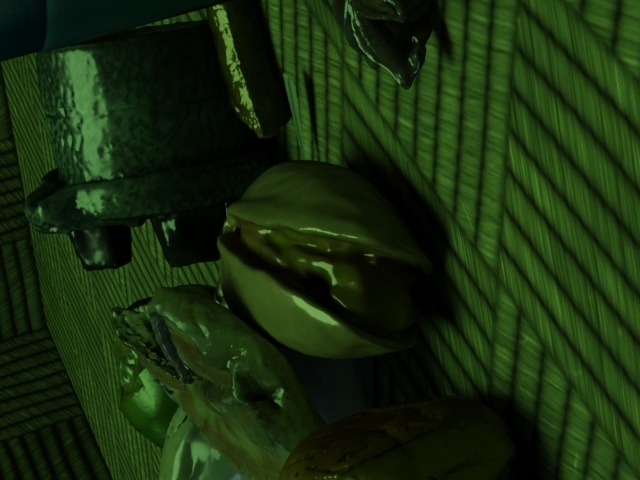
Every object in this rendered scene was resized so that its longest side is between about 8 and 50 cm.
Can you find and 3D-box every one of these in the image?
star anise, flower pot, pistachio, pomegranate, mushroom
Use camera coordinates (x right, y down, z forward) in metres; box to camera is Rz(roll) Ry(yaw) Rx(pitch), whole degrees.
[{"bbox_3d":[0.048,-0.220,1.452,0.212,0.073,0.196,132,123,-75],"label":"star anise"},{"bbox_3d":[-0.212,-0.102,2.042,0.299,0.299,0.282,-156,55,-70],"label":"flower pot"},{"bbox_3d":[0.005,0.023,1.698,0.299,0.188,0.187,29,133,61],"label":"pistachio"},{"bbox_3d":[-0.138,0.141,2.261,0.302,0.236,0.236,-51,50,31],"label":"pomegranate"},{"bbox_3d":[-0.005,0.166,1.923,0.350,0.128,0.128,68,165,-6],"label":"mushroom"}]

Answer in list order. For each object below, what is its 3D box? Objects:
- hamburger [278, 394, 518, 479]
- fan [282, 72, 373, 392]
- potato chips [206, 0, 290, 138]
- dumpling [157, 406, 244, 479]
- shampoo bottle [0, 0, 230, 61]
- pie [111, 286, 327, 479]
[{"bbox_3d":[0.075,0.232,1.550,0.244,0.244,0.163,165,92,-74],"label":"hamburger"},{"bbox_3d":[0.001,0.000,1.942,0.233,0.012,0.414,49,154,50],"label":"fan"},{"bbox_3d":[-0.109,-0.312,1.916,0.080,0.057,0.407,4,110,59],"label":"potato chips"},{"bbox_3d":[-0.062,0.250,2.044,0.243,0.318,0.187,31,173,-14],"label":"dumpling"},{"bbox_3d":[-0.196,-0.364,1.637,0.331,0.343,0.331,163,90,-75],"label":"shampoo bottle"},{"bbox_3d":[-0.085,0.166,1.790,0.337,0.075,0.337,41,162,17],"label":"pie"}]
